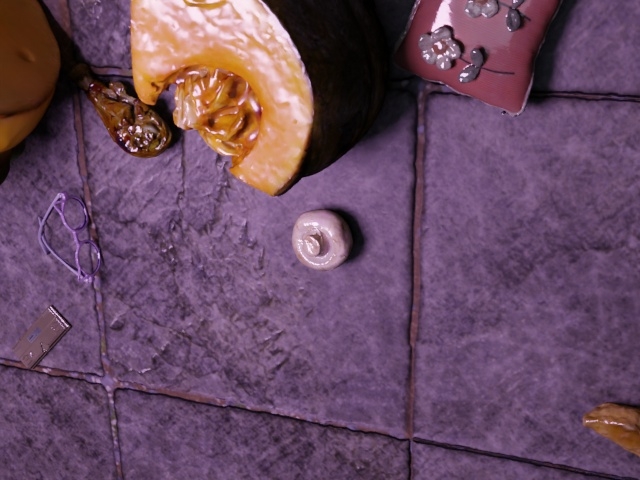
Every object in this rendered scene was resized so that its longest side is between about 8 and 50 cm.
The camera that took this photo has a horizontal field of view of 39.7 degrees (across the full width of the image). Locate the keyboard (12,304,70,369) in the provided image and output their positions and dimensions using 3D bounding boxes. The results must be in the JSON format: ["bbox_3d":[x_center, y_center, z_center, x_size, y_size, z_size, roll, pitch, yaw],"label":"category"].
[{"bbox_3d":[-0.453,0.158,1.435,0.049,0.015,0.129,49,120,5],"label":"keyboard"}]

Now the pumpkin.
[{"bbox_3d":[-0.065,-0.219,1.024,0.303,0.225,0.256,37,123,-1],"label":"pumpkin"}]

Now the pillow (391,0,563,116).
[{"bbox_3d":[0.177,-0.247,0.987,0.171,0.075,0.179,25,116,13],"label":"pillow"}]

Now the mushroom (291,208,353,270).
[{"bbox_3d":[0.000,0.000,1.159,0.083,0.067,0.084,9,109,26],"label":"mushroom"}]

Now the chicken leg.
[{"bbox_3d":[-0.275,-0.182,1.206,0.178,0.070,0.093,43,145,16],"label":"chicken leg"}]

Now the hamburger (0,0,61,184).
[{"bbox_3d":[-0.550,-0.219,1.140,0.277,0.396,0.396,-37,93,29],"label":"hamburger"}]

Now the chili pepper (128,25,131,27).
[{"bbox_3d":[-0.193,-0.335,1.132,0.045,0.027,0.178,45,119,6],"label":"chili pepper"}]

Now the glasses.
[{"bbox_3d":[-0.395,-0.001,1.323,0.103,0.062,0.140,-6,106,25],"label":"glasses"}]

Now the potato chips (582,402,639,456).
[{"bbox_3d":[0.505,0.325,1.084,0.407,0.057,0.080,41,132,3],"label":"potato chips"}]
